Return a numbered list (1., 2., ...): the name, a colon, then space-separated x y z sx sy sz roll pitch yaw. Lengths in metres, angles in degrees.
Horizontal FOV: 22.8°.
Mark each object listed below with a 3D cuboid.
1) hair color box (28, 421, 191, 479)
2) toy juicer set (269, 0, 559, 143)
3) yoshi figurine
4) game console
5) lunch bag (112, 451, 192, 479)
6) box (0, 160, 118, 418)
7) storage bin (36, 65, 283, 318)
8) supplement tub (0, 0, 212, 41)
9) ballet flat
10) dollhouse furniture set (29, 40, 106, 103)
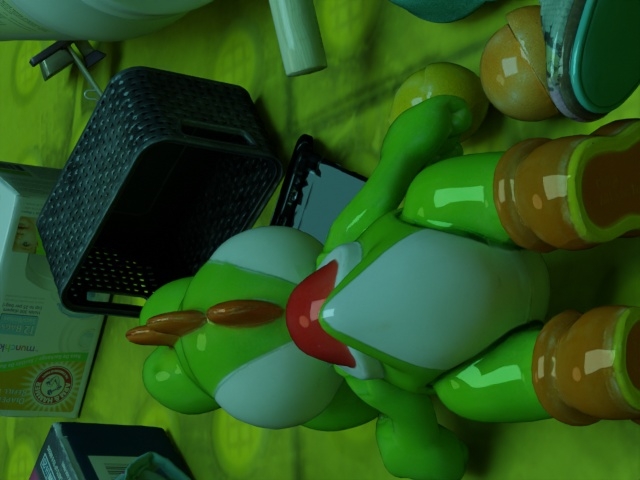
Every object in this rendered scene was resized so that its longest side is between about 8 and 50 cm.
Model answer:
1. hair color box: -0.197 0.331 1.250 0.174 0.105 0.347 52 126 47
2. toy juicer set: 0.066 -0.167 1.001 0.329 0.089 0.209 18 114 50
3. yoshi figurine: 0.055 0.040 0.919 0.362 0.203 0.204 -11 40 42
4. game console: 0.000 0.000 1.114 0.107 0.071 0.122 -93 21 -75
5. lunch bag: -0.099 0.308 1.028 0.262 0.160 0.223 41 116 2
6. box: -0.256 0.044 1.386 0.103 0.114 0.203 34 112 51
7. storage bin: -0.124 -0.032 1.203 0.180 0.122 0.084 -56 42 33
8. supplement tub: -0.207 -0.277 1.273 0.325 0.235 0.235 10 91 54
9. ballet flat: 0.157 -0.160 0.817 0.079 0.077 0.222 16 75 46
10. dollhouse furniture set: -0.206 -0.152 1.450 0.081 0.091 0.114 56 170 -8
